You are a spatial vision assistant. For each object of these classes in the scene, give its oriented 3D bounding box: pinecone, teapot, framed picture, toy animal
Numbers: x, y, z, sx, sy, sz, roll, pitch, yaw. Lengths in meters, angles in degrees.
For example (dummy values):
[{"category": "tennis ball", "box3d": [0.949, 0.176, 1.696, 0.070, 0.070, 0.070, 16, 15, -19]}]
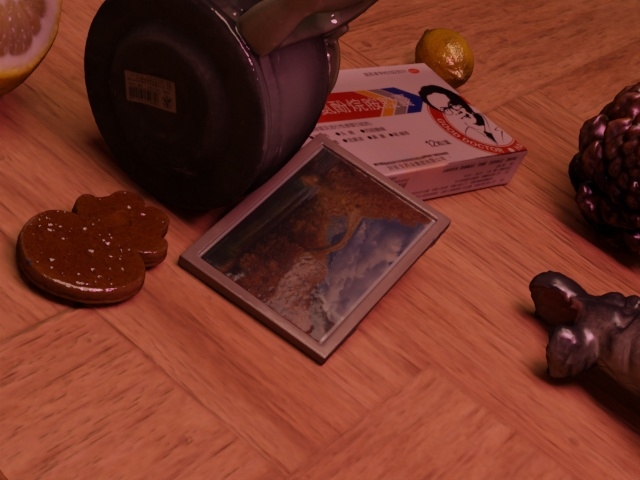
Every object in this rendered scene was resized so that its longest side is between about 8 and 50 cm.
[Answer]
[{"category": "pinecone", "box3d": [0.444, -0.095, 1.464, 0.244, 0.244, 0.309, 28, 22, 5]}, {"category": "teapot", "box3d": [-0.080, -0.209, 1.175, 0.239, 0.321, 0.239, 36, 41, 16]}, {"category": "framed picture", "box3d": [0.000, 0.000, 1.171, 0.184, 0.016, 0.250, 35, 51, 15]}, {"category": "toy animal", "box3d": [0.363, 0.119, 1.154, 0.343, 0.106, 0.168, 12, 42, 22]}]

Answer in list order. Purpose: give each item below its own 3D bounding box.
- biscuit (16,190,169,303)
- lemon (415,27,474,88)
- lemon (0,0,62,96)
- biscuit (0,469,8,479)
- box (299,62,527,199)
[{"category": "biscuit", "box3d": [-0.211, 0.006, 1.078, 0.124, 0.026, 0.175, 33, 34, 11]}, {"category": "lemon", "box3d": [0.183, -0.264, 1.658, 0.082, 0.082, 0.110, 1, 44, -32]}, {"category": "lemon", "box3d": [-0.399, -0.257, 1.150, 0.219, 0.240, 0.240, 6, 23, 30]}, {"category": "biscuit", "box3d": [-0.284, 0.214, 0.644, 0.269, 0.051, 0.376, 34, 23, -13]}, {"category": "box", "box3d": [0.074, -0.134, 1.426, 0.353, 0.069, 0.214, -11, 46, -44]}]
